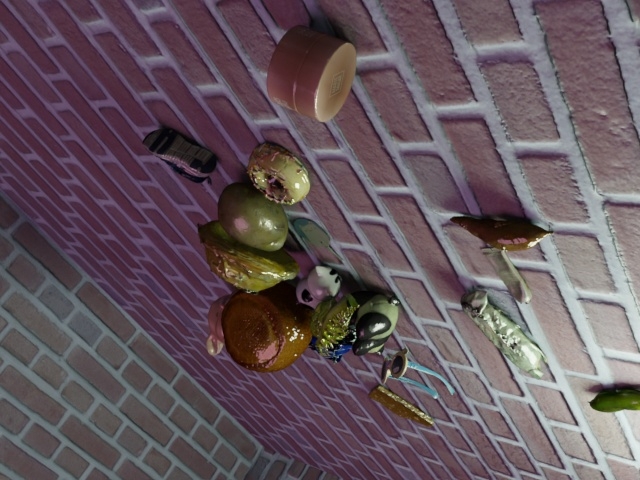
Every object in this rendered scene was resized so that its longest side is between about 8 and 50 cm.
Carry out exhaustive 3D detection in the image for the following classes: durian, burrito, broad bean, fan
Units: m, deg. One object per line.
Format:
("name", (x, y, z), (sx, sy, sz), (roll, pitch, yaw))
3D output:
("durian", (0.026, 0.233, 2.001), (0.375, 0.106, 0.132), (115, 140, -63))
("burrito", (0.448, 0.231, 1.765), (0.309, 0.066, 0.096), (45, 156, -20))
("broad bean", (0.727, 0.377, 1.715), (0.065, 0.046, 0.254), (43, 151, -16))
("fan", (0.000, 0.000, 1.952), (0.175, 0.005, 0.113), (42, 152, -16))

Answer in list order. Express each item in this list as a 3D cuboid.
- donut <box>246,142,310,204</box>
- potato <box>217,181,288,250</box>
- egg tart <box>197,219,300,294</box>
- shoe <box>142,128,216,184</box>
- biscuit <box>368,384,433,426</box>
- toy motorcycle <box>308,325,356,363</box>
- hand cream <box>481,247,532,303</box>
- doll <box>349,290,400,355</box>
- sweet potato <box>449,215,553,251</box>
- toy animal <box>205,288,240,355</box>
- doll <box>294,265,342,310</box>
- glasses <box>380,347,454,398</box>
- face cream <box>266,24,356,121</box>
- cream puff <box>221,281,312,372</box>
("donut", (-0.104, -0.152, 1.749), (0.174, 0.068, 0.175), (25, 152, 15))
("potato", (-0.172, -0.059, 1.889), (0.235, 0.160, 0.178), (41, -164, -44))
("egg tart", (-0.204, 0.052, 1.988), (0.314, 0.120, 0.315), (25, -166, -7))
("shoe", (-0.372, -0.214, 1.917), (0.207, 0.092, 0.106), (30, 148, 1))
("biscuit", (0.285, 0.591, 2.586), (0.236, 0.026, 0.131), (32, 155, 3))
("toy motorcycle", (0.053, 0.319, 2.313), (0.168, 0.113, 0.315), (35, 147, -25))
("hand cream", (0.413, 0.076, 1.597), (0.165, 0.037, 0.057), (52, 149, -18))
("doll", (0.139, 0.234, 2.030), (0.135, 0.144, 0.234), (-5, 144, -13))
("sweet potato", (0.351, -0.014, 1.471), (0.226, 0.068, 0.068), (11, 145, 39))
("toy animal", (-0.234, 0.301, 2.511), (0.269, 0.237, 0.326), (-7, 136, 36))
("doll", (-0.002, 0.133, 2.066), (0.110, 0.106, 0.181), (55, 147, 6))
("glasses", (0.291, 0.441, 2.263), (0.220, 0.088, 0.189), (36, 153, -5))
("face cream", (-0.015, -0.299, 1.313), (0.104, 0.149, 0.149), (25, 152, 19))
("cream puff", (-0.152, 0.262, 2.279), (0.303, 0.303, 0.212), (15, -168, 33))
